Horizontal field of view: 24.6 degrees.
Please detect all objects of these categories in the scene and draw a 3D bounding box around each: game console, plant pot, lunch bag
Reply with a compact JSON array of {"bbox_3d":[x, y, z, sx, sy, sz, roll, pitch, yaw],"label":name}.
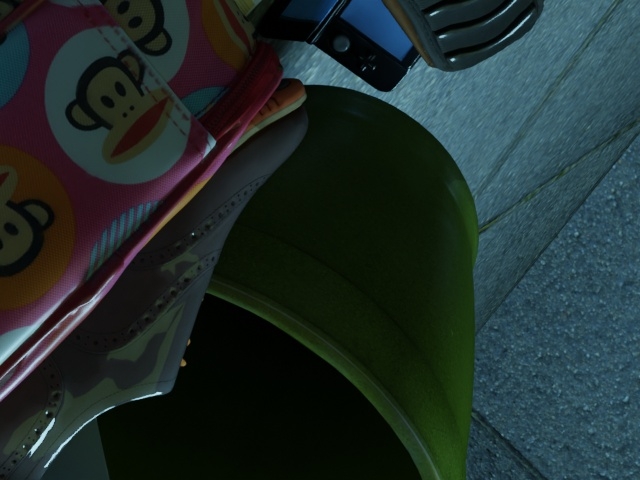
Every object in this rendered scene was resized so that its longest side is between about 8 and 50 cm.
[{"bbox_3d":[0.045,-0.185,1.094,0.144,0.124,0.085,-51,-167,22],"label":"game console"},{"bbox_3d":[-0.040,0.068,1.038,0.366,0.366,0.353,-57,-178,39],"label":"plant pot"},{"bbox_3d":[-0.180,-0.020,0.668,0.293,0.120,0.258,-46,-157,-21],"label":"lunch bag"}]

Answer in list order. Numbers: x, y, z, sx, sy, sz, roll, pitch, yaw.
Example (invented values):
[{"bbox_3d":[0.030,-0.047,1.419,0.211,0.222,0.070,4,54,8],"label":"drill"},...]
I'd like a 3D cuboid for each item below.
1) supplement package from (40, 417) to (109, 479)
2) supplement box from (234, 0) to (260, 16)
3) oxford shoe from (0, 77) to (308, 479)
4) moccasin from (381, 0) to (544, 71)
[{"bbox_3d":[-0.249,0.224,0.818,0.177,0.175,0.293,16,118,-28],"label":"supplement package"},{"bbox_3d":[-0.063,-0.162,0.918,0.098,0.036,0.062,-46,167,0],"label":"supplement box"},{"bbox_3d":[-0.097,0.020,0.763,0.271,0.098,0.097,-43,-157,-16],"label":"oxford shoe"},{"bbox_3d":[0.059,-0.235,0.878,0.139,0.147,0.380,-32,161,9],"label":"moccasin"}]
